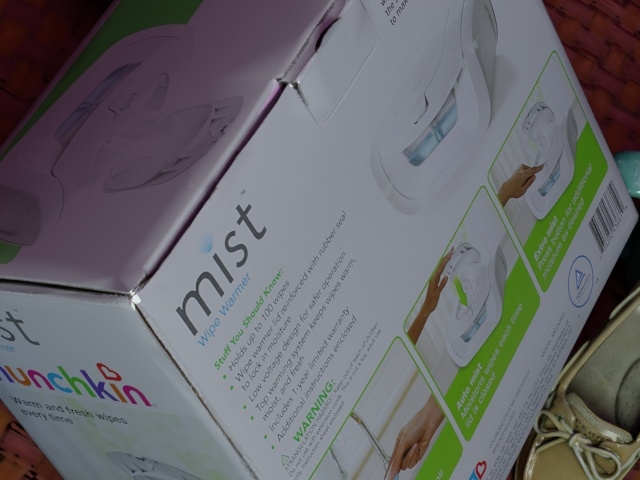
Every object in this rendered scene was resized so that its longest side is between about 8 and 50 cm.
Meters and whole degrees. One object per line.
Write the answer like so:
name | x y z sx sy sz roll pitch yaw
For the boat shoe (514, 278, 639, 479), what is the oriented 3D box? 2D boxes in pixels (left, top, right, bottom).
boat shoe | 0.137 0.067 0.856 0.056 0.153 0.048 40 14 13

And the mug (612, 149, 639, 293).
mug | 0.209 0.003 0.936 0.129 0.097 0.158 -39 87 -32

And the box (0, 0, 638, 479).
box | 0.000 0.000 0.759 0.262 0.126 0.231 -58 134 -31
